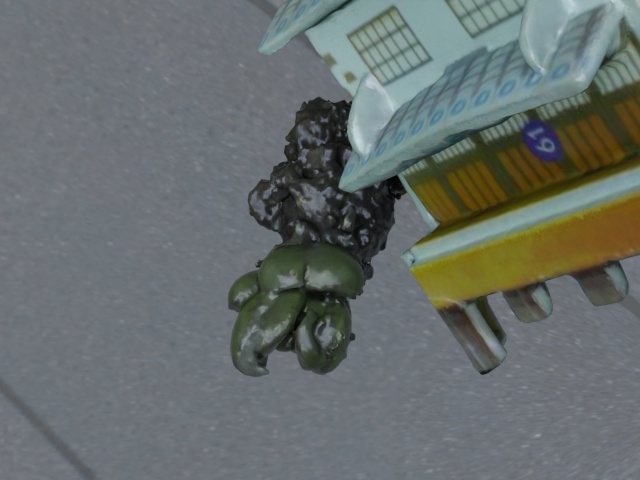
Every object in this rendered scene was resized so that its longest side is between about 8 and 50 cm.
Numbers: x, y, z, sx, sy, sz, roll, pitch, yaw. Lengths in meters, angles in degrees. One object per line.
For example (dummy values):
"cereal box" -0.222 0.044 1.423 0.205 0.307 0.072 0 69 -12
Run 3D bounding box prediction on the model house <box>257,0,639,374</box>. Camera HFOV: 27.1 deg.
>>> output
"model house" 0.116 -0.089 0.562 0.198 0.224 0.215 -39 98 -28

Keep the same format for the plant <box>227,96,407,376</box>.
"plant" 0.000 0.000 0.651 0.085 0.087 0.174 7 49 13
